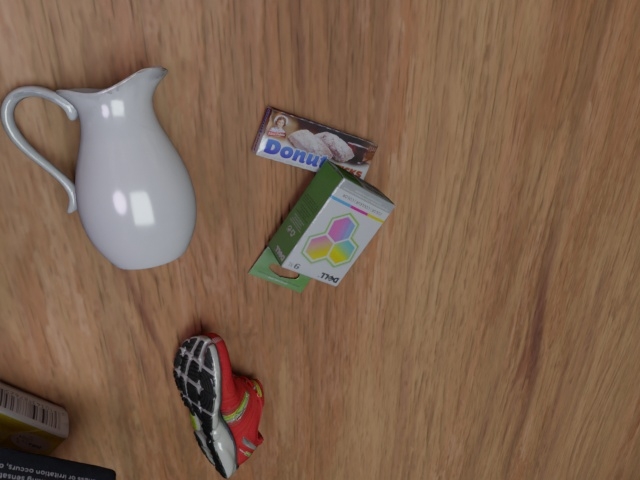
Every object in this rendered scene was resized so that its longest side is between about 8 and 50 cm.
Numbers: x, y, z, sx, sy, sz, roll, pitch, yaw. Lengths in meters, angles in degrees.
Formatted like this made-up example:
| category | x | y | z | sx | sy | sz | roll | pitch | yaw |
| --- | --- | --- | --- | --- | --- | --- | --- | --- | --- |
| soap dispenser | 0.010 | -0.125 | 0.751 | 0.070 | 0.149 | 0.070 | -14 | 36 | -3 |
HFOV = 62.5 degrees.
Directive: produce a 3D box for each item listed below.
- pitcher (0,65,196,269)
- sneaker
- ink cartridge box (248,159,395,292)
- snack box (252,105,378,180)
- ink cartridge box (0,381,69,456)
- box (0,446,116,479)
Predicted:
| category | x | y | z | sx | sy | sz | roll | pitch | yaw |
| --- | --- | --- | --- | --- | --- | --- | --- | --- | --- |
| pitcher | -0.235 | -0.074 | 0.581 | 0.178 | 0.125 | 0.207 | -8 | 110 | -2 |
| sneaker | -0.146 | 0.241 | 0.825 | 0.118 | 0.107 | 0.279 | -30 | 132 | -35 |
| ink cartridge box | 0.000 | 0.000 | 0.764 | 0.109 | 0.062 | 0.209 | 24 | 110 | -38 |
| snack box | -0.004 | -0.128 | 0.731 | 0.178 | 0.022 | 0.064 | 11 | 111 | -34 |
| ink cartridge box | -0.533 | 0.269 | 0.622 | 0.307 | 0.072 | 0.303 | -47 | 129 | -2 |
| box | -0.447 | 0.526 | 0.487 | 0.297 | 0.471 | 0.480 | 32 | 113 | -35 |
